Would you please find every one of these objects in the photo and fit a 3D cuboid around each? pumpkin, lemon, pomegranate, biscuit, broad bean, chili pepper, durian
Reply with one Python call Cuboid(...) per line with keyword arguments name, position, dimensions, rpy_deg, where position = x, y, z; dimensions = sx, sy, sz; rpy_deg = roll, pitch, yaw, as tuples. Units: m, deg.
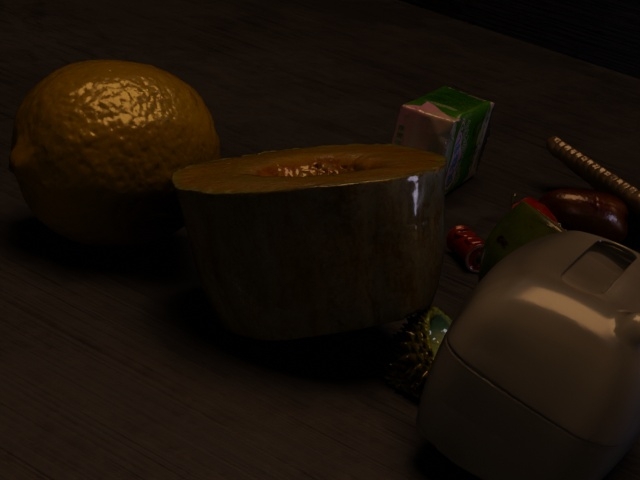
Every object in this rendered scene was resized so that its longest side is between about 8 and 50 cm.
Cuboid(name="pumpkin", position=(-0.011, -0.001, 1.568), dimensions=(0.332, 0.199, 0.332), rpy_deg=(-1, 13, 0))
Cuboid(name="lemon", position=(-0.260, -0.115, 1.700), dimensions=(0.310, 0.253, 0.253), rpy_deg=(-2, 25, -38))
Cuboid(name="pomegranate", position=(0.300, 0.066, 1.689), dimensions=(0.190, 0.159, 0.241), rpy_deg=(34, 4, -22))
Cuboid(name="biscuit", position=(0.553, -0.083, 2.351), dimensions=(0.217, 0.044, 0.325), rpy_deg=(27, 11, -32))
Cuboid(name="broad bean", position=(0.443, -0.045, 2.187), dimensions=(0.165, 0.114, 0.084), rpy_deg=(8, 61, -8))
Cuboid(name="chili pepper", position=(0.353, -0.011, 2.086), dimensions=(0.063, 0.071, 0.272), rpy_deg=(47, 11, -27))
Cuboid(name="durian", position=(0.130, 0.138, 1.533), dimensions=(0.100, 0.086, 0.215), rpy_deg=(28, 27, -5))

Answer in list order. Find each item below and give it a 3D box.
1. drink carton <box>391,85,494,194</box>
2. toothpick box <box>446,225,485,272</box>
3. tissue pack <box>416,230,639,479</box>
Cuboid(name="drink carton", position=(0.214, -0.177, 2.293), dimensions=(0.108, 0.161, 0.271), rpy_deg=(20, 21, 17))
Cuboid(name="toothpick box", position=(0.224, 0.011, 1.964), dimensions=(0.047, 0.047, 0.083), rpy_deg=(5, 22, -22))
Cuboid(name="tissue pack", position=(0.263, 0.118, 1.393), dimensions=(0.229, 0.236, 0.333), rpy_deg=(32, 24, 16))
